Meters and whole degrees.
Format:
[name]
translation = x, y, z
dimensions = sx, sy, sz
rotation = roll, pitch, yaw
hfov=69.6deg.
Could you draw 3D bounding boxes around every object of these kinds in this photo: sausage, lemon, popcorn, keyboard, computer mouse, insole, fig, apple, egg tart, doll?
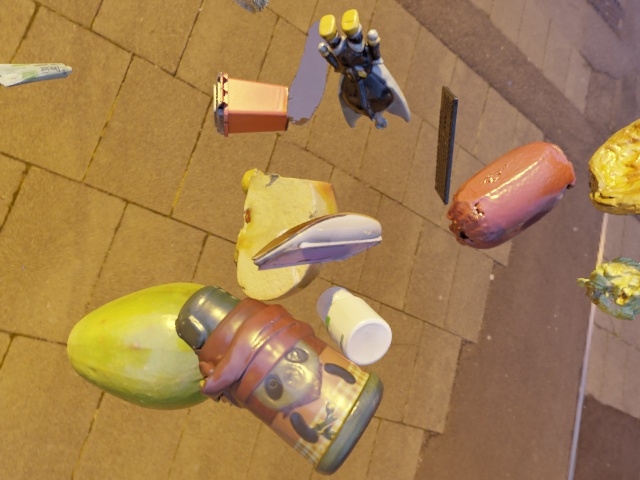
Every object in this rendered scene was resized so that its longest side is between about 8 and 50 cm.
[sausage]
translation = 0.383, -0.092, 0.928
dimensions = 0.279, 0.152, 0.152
rotation = -32, 105, -7
[lemon]
translation = -0.213, -0.183, 1.483
dimensions = 0.082, 0.111, 0.082
rotation = 6, 45, -6
[popcorn]
translation = 0.696, 0.108, 1.065
dimensions = 0.141, 0.162, 0.135
rotation = 43, 66, -3
[keyboard]
translation = 0.333, -0.248, 1.232
dimensions = 0.018, 0.101, 0.310
rotation = -8, 128, -2
[computer mouse]
translation = 0.000, 0.000, 0.720
dimensions = 0.245, 0.126, 0.056
rotation = -7, 72, -51
[insole]
translation = -0.029, -0.510, 1.403
dimensions = 0.111, 0.007, 0.328
rotation = 14, 92, 12
[fig]
translation = -0.340, 0.217, 0.949
dimensions = 0.326, 0.258, 0.258
rotation = -1, 88, -10
[apple]
translation = -0.085, -0.004, 1.149
dimensions = 0.252, 0.314, 0.309
rotation = 5, 95, -9
[egg tart]
translation = 0.596, -0.129, 0.813
dimensions = 0.106, 0.241, 0.241
rotation = 37, 69, -23
[doll]
translation = 0.088, -0.349, 1.001
dimensions = 0.316, 0.145, 0.103
rotation = 46, 24, -56

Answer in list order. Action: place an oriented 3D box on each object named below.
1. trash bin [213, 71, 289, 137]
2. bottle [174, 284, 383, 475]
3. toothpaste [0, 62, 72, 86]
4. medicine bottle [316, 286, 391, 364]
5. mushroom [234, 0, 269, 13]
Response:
[trash bin]
translation = -0.220, -0.433, 1.472
dimensions = 0.238, 0.184, 0.161
rotation = -1, 75, -9
[bottle]
translation = -0.066, 0.163, 0.578
dimensions = 0.271, 0.143, 0.156
rotation = 33, 25, 13
[toothpaste]
translation = -0.574, -0.338, 0.929
dimensions = 0.048, 0.029, 0.197
rotation = 53, 24, -11
[medicine bottle]
translation = 0.080, 0.223, 1.252
dimensions = 0.139, 0.237, 0.139
rotation = -7, 109, -21
[mushroom]
translation = -0.257, -0.513, 0.866
dimensions = 0.351, 0.123, 0.095
rotation = -1, 53, -28
